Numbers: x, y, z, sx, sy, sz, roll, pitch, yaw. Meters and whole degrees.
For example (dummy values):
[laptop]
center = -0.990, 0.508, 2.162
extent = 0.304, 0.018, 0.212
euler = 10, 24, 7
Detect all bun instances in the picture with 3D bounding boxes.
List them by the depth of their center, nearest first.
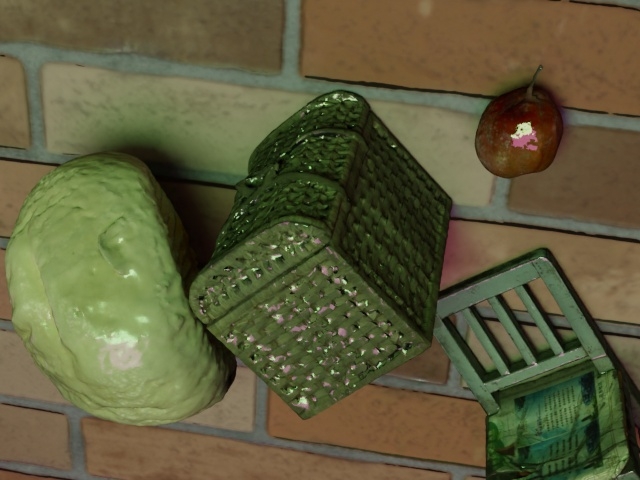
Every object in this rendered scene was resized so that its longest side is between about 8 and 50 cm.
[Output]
[bun]
center = -0.162, 0.055, 0.834
extent = 0.153, 0.244, 0.244
euler = -28, 117, -2

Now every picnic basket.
[picnic basket]
center = 0.000, 0.000, 0.806
extent = 0.134, 0.196, 0.154
euler = -34, 112, 31

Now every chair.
[chair]
center = 0.203, 0.166, 0.907
extent = 0.136, 0.147, 0.270
euler = -25, 117, 25

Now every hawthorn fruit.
[hawthorn fruit]
center = 0.150, -0.094, 0.786
extent = 0.067, 0.067, 0.103
euler = 4, 136, 8
